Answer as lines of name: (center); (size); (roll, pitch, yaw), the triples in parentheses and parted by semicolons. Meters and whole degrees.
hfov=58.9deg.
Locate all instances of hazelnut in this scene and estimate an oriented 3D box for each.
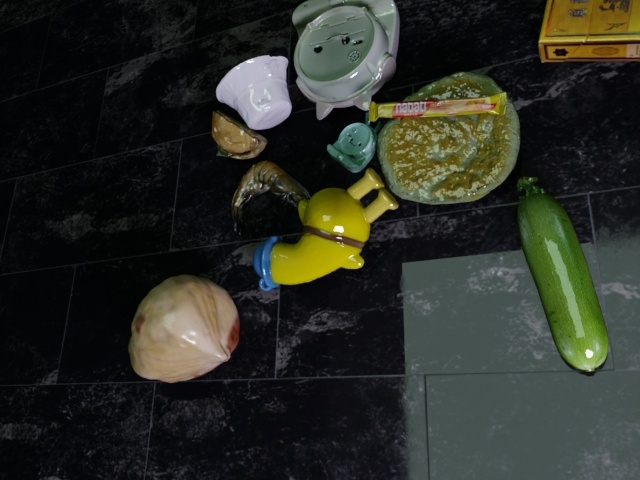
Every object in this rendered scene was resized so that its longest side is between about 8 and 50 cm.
hazelnut: (-0.292, 0.198, 1.239); (0.261, 0.261, 0.241); (-50, 60, 2)

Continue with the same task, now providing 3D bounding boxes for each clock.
clock: (0.056, -0.454, 1.377); (0.265, 0.108, 0.324); (-7, 69, 23)
clock: (0.087, -0.232, 1.322); (0.101, 0.041, 0.135); (40, 92, 31)

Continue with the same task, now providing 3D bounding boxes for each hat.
hat: (-0.149, -0.356, 1.422); (0.203, 0.203, 0.126); (-27, 82, 15)

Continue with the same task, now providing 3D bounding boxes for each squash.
squash: (0.430, 0.047, 1.026); (0.101, 0.101, 0.378); (-17, 64, 20)

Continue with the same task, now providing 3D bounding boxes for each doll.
doll: (0.000, 0.000, 1.229); (0.363, 0.145, 0.199); (-39, 72, 18)

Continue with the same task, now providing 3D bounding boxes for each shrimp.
shrimp: (-0.121, -0.075, 1.370); (0.262, 0.051, 0.198); (36, 97, 34)

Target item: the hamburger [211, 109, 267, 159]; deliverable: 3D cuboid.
hamburger: (-0.220, -0.256, 1.462); (0.176, 0.087, 0.102); (34, 110, 20)

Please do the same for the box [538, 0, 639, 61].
box: (0.609, -0.457, 1.125); (0.301, 0.084, 0.193); (10, 77, 28)

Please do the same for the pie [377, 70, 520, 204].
pie: (0.274, -0.209, 1.211); (0.323, 0.070, 0.323); (-8, 70, 22)

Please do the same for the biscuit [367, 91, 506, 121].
biscuit: (0.240, -0.279, 1.195); (0.292, 0.026, 0.048); (2, 94, 24)
